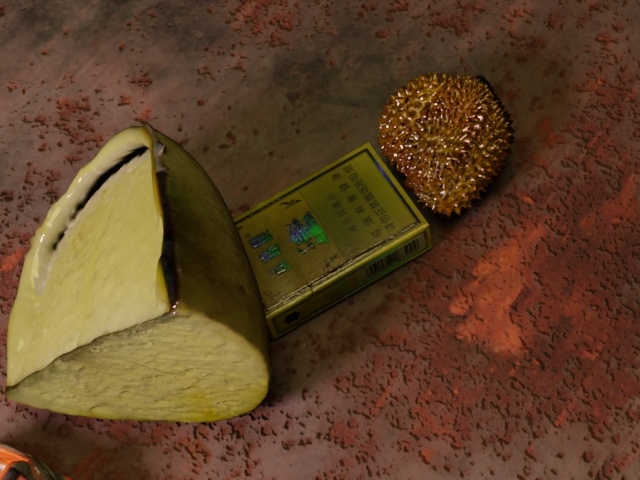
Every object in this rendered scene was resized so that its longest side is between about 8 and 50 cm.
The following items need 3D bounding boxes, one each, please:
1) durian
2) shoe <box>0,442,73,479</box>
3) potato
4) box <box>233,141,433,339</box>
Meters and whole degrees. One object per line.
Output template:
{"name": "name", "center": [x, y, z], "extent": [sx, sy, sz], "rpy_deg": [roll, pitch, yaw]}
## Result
{"name": "durian", "center": [0.143, -0.120, 1.686], "extent": [0.158, 0.137, 0.168], "rpy_deg": [40, 81, 3]}
{"name": "shoe", "center": [-0.282, 0.292, 1.502], "extent": [0.336, 0.171, 0.132], "rpy_deg": [28, 68, 23]}
{"name": "potato", "center": [-0.172, 0.041, 1.609], "extent": [0.330, 0.212, 0.280], "rpy_deg": [-27, 49, 40]}
{"name": "box", "center": [0.000, 0.000, 1.680], "extent": [0.220, 0.064, 0.141], "rpy_deg": [-30, 60, -9]}
